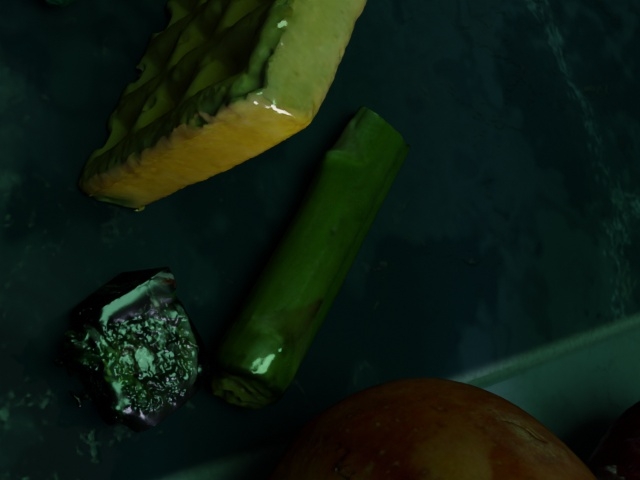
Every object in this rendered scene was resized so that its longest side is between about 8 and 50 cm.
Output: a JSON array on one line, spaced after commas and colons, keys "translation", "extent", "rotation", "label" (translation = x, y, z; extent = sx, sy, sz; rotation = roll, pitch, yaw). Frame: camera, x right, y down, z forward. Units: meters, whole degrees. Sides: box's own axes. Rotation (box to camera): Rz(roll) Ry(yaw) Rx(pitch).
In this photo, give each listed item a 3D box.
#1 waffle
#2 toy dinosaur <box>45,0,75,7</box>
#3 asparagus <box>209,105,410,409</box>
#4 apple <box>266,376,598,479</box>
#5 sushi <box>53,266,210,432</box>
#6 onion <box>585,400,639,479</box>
[{"translation": [-0.045, -0.144, 0.668], "extent": [0.055, 0.221, 0.248], "rotation": [35, 62, -26], "label": "waffle"}, {"translation": [-0.147, -0.213, 0.611], "extent": [0.153, 0.259, 0.094], "rotation": [21, 68, -61], "label": "toy dinosaur"}, {"translation": [0.002, 0.001, 0.770], "extent": [0.278, 0.060, 0.067], "rotation": [-63, 146, -29], "label": "asparagus"}, {"translation": [0.084, 0.223, 0.668], "extent": [0.206, 0.251, 0.272], "rotation": [-13, 64, -41], "label": "apple"}, {"translation": [-0.123, 0.075, 0.670], "extent": [0.084, 0.056, 0.083], "rotation": [-41, 113, -37], "label": "sushi"}, {"translation": [0.331, 0.269, 0.852], "extent": [0.313, 0.232, 0.314], "rotation": [8, 77, -36], "label": "onion"}]
